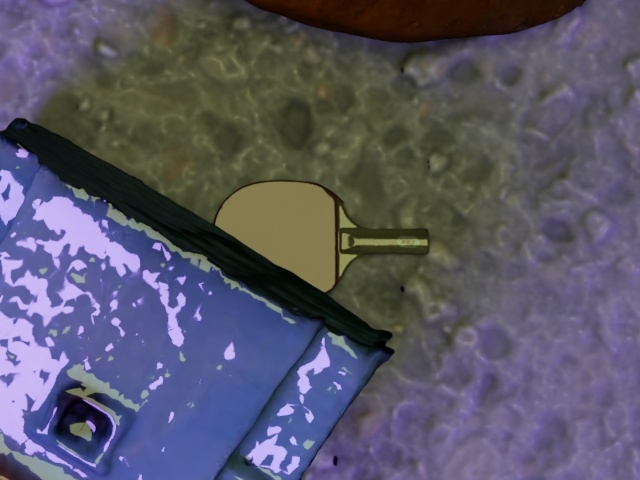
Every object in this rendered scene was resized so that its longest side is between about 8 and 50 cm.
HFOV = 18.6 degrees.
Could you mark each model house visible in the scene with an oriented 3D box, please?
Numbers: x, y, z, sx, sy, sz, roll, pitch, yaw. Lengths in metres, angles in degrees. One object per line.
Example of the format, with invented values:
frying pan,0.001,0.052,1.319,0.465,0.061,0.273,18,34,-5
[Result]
model house,-0.162,0.127,1.263,0.295,0.252,0.329,31,90,-3

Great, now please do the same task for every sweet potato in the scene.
sweet potato,0.020,-0.197,1.355,0.359,0.112,0.112,16,86,-22

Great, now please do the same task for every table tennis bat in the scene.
table tennis bat,0.000,0.000,1.394,0.156,0.013,0.087,0,86,-3
